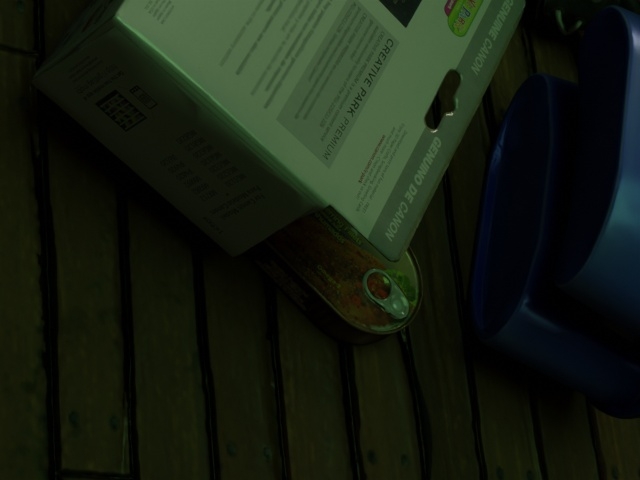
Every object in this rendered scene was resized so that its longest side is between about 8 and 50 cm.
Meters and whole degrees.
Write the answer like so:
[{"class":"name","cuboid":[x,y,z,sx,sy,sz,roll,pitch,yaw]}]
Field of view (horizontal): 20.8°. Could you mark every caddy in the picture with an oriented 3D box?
[{"class":"caddy","cuboid":[0.259,-0.022,1.433,0.179,0.241,0.341,23,56,-17]}]

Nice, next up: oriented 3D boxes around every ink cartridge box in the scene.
[{"class":"ink cartridge box","cuboid":[-0.017,-0.154,1.314,0.272,0.130,0.309,42,53,-18]}]

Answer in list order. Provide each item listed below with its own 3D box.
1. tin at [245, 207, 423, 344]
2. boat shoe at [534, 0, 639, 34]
[{"class":"tin","cuboid":[0.000,0.000,1.369,0.190,0.040,0.106,46,53,-7]},{"class":"boat shoe","cuboid":[0.245,-0.248,1.629,0.335,0.119,0.121,47,9,2]}]
